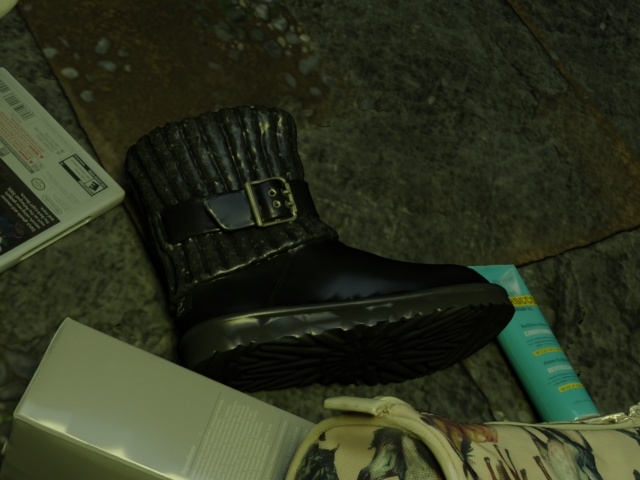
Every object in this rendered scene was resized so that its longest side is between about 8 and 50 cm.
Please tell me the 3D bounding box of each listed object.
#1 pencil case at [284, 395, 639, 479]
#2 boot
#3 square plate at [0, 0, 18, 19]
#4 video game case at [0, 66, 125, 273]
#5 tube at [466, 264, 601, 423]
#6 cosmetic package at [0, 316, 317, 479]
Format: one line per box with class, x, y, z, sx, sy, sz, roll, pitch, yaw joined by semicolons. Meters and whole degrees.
pencil case;0.159;0.209;0.819;0.410;0.160;0.184;12;68;-43
boot;0.000;-0.002;1.009;0.348;0.131;0.260;-1;56;-25
square plate;-0.461;-0.176;0.870;0.347;0.049;0.344;-16;20;-32
video game case;-0.310;-0.067;0.991;0.190;0.022;0.173;45;50;11
tube;0.215;0.107;1.083;0.080;0.052;0.207;3;48;-36
cosmetic package;-0.121;0.170;0.827;0.238;0.127;0.107;28;50;-5
